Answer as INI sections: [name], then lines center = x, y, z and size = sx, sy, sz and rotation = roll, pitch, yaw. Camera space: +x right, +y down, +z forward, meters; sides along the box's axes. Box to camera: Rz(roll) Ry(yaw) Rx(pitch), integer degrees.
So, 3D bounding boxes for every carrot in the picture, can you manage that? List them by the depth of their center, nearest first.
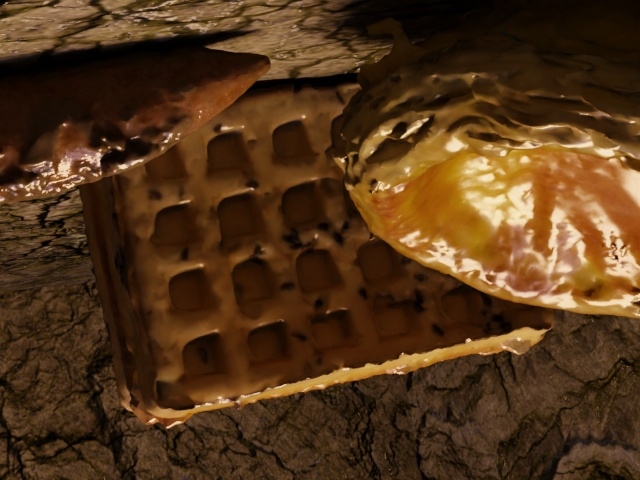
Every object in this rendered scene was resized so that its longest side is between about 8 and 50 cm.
[carrot]
center = -0.161, -0.088, 1.111
size = 0.263, 0.102, 0.102
rotation = -17, 176, -2

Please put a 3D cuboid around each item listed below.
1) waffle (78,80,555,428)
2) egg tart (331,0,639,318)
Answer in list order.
[waffle]
center = 0.000, 0.000, 1.343
size = 0.376, 0.261, 0.114
rotation = -8, 170, -23
[egg tart]
center = 0.194, -0.063, 1.120
size = 0.388, 0.169, 0.388
rotation = 14, 161, 5
